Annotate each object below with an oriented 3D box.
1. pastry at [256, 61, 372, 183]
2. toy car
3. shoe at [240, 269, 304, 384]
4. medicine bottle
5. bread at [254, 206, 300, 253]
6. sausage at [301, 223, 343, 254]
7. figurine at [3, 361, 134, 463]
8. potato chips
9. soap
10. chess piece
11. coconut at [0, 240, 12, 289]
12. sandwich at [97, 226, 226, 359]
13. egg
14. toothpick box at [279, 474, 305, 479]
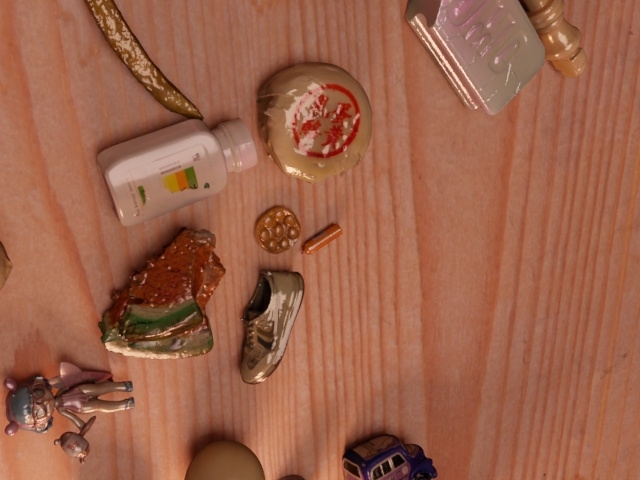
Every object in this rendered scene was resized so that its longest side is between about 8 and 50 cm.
[{"bbox_3d":[-0.010,-0.246,1.637,0.264,0.133,0.265,-10,115,-22],"label":"pastry"},{"bbox_3d":[0.171,0.581,1.995,0.235,0.172,0.158,-18,100,-25],"label":"toy car"},{"bbox_3d":[-0.128,0.190,1.747,0.098,0.103,0.275,18,93,-29],"label":"shoe"},{"bbox_3d":[-0.278,-0.145,1.546,0.296,0.111,0.161,-23,134,-20],"label":"medicine bottle"},{"bbox_3d":[-0.094,-0.022,1.731,0.110,0.024,0.110,-8,111,-22],"label":"bread"},{"bbox_3d":[0.000,0.000,1.781,0.107,0.031,0.031,-33,118,-11],"label":"sausage"},{"bbox_3d":[-0.511,0.350,1.601,0.259,0.102,0.206,-1,82,-30],"label":"figurine"},{"bbox_3d":[-0.352,-0.369,1.465,0.080,0.057,0.407,-40,120,-12],"label":"potato chips"},{"bbox_3d":[0.339,-0.474,1.736,0.208,0.115,0.347,-46,120,-6],"label":"soap"},{"bbox_3d":[0.512,-0.532,1.809,0.117,0.117,0.397,-48,123,-4],"label":"chess piece"},{"bbox_3d":[-0.663,0.044,1.365,0.230,0.227,0.227,12,102,-29],"label":"coconut"},{"bbox_3d":[-0.288,0.116,1.605,0.250,0.162,0.301,14,103,-33],"label":"sandwich"},{"bbox_3d":[-0.217,0.567,1.780,0.185,0.186,0.242,-10,119,-23],"label":"egg"},{"bbox_3d":[-0.046,0.664,1.900,0.111,0.180,0.111,-8,110,-22],"label":"toothpick box"}]
